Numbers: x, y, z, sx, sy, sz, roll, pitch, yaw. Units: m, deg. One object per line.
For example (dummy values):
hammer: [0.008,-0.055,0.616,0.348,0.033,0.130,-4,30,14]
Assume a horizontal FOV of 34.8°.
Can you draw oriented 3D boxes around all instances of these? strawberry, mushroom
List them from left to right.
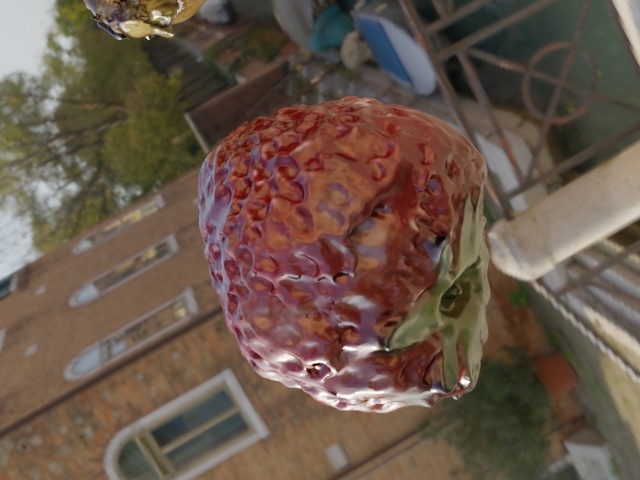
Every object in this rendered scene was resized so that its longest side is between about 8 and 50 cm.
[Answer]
mushroom: [-0.254,-0.437,1.514,0.263,0.195,0.283,27,-111,-82]
strawberry: [0.004,0.007,0.953,0.292,0.310,0.291,5,-90,-77]
